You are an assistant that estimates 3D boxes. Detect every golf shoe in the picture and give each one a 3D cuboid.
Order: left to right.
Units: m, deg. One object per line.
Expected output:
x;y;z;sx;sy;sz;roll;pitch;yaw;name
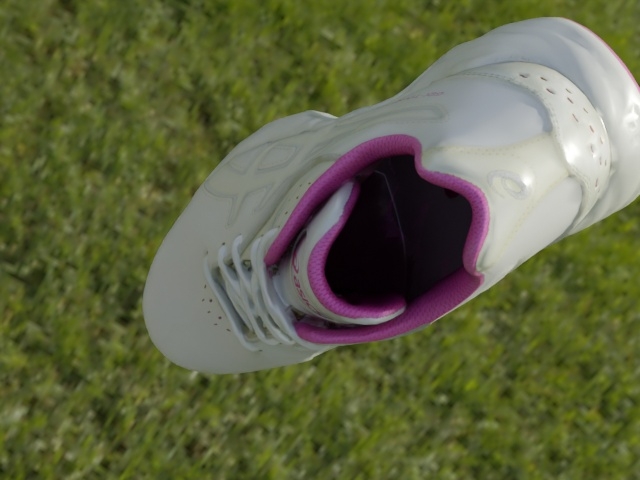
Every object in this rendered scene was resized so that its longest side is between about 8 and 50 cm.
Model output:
0.000;0.000;0.744;0.115;0.306;0.140;57;42;-4;golf shoe
